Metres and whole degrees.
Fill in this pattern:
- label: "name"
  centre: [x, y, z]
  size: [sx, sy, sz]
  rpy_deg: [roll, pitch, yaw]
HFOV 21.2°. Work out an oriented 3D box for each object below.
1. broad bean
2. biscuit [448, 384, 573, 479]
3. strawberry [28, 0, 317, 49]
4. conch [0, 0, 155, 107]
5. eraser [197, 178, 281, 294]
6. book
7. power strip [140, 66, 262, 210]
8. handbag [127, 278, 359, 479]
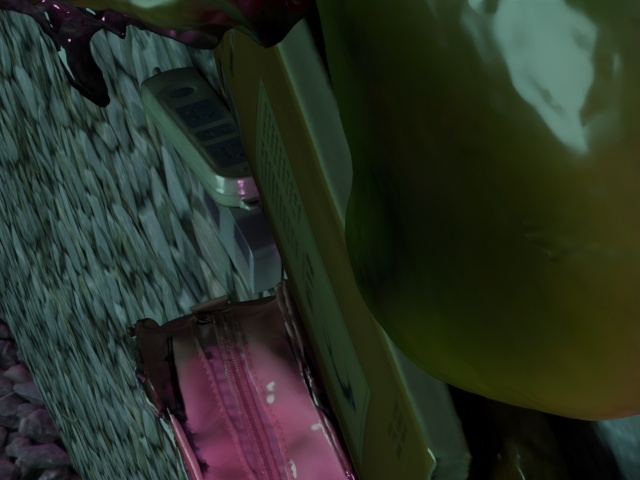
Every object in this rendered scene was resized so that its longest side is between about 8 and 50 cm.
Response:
- label: "broad bean"
  centre: [0.074, -0.047, 0.626]
  size: [0.238, 0.119, 0.291]
  rpy_deg: [61, 162, 26]
- label: "biscuit"
  centre: [0.097, 0.131, 0.923]
  size: [0.208, 0.041, 0.290]
  rpy_deg: [-134, 28, -63]
- label: "strawberry"
  centre: [-0.076, -0.229, 0.719]
  size: [0.257, 0.257, 0.277]
  rpy_deg: [172, 110, -74]
- label: "conch"
  centre: [-0.222, -0.253, 1.279]
  size: [0.313, 0.186, 0.240]
  rpy_deg: [48, -171, 6]
- label: "eraser"
  centre: [-0.062, -0.015, 1.306]
  size: [0.105, 0.026, 0.065]
  rpy_deg: [60, 160, 29]
- label: "book"
  centre: [0.000, 0.000, 1.004]
  size: [0.269, 0.032, 0.389]
  rpy_deg: [92, 159, -65]
- label: "power strip"
  centre: [-0.087, -0.081, 1.261]
  size: [0.191, 0.047, 0.030]
  rpy_deg: [51, 152, 46]
- label: "handbag"
  centre: [-0.040, 0.130, 1.172]
  size: [0.179, 0.116, 0.205]
  rpy_deg: [-88, -23, -86]
